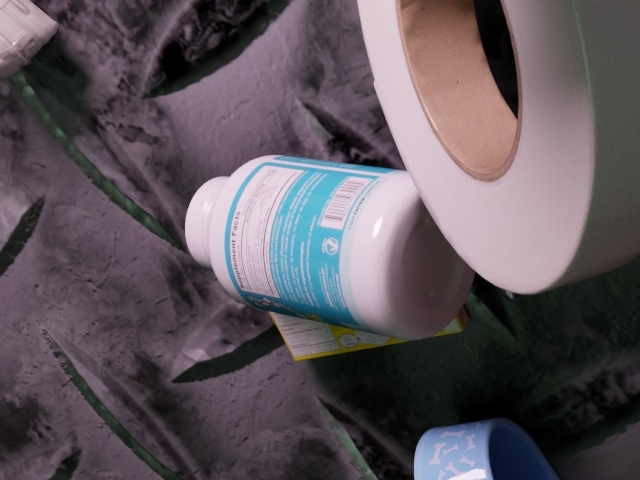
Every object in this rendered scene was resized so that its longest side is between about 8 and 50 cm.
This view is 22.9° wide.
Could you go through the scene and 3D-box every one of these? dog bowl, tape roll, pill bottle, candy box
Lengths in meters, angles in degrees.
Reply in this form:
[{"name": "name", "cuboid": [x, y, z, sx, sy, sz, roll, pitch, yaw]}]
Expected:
[{"name": "dog bowl", "cuboid": [0.203, 0.297, 1.520, 0.074, 0.166, 0.297, -27, 104, 28]}, {"name": "tape roll", "cuboid": [0.128, -0.152, 1.164, 0.392, 0.072, 0.392, 163, 90, -73]}, {"name": "pill bottle", "cuboid": [0.000, 0.000, 1.429, 0.264, 0.146, 0.146, 10, 126, 42]}, {"name": "candy box", "cuboid": [0.036, 0.056, 1.540, 0.206, 0.027, 0.105, -13, 110, 36]}]

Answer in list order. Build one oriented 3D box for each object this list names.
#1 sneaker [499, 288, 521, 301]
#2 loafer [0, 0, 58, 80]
[{"name": "sneaker", "cuboid": [0.157, -0.011, 1.415, 0.058, 0.052, 0.135, 5, 116, 40]}, {"name": "loafer", "cuboid": [-0.371, -0.298, 1.509, 0.111, 0.112, 0.319, -35, 93, 2]}]
